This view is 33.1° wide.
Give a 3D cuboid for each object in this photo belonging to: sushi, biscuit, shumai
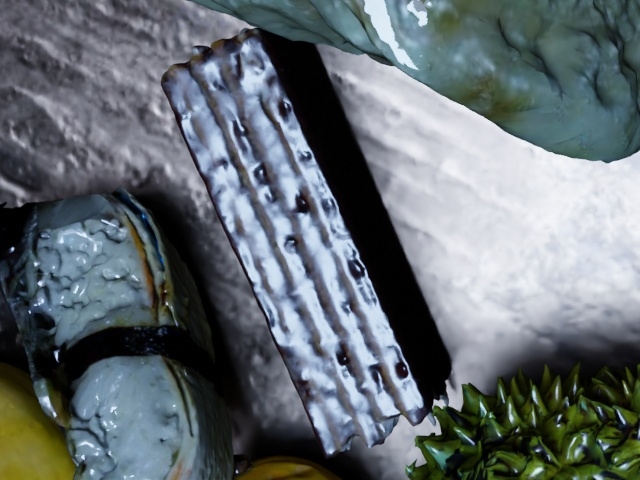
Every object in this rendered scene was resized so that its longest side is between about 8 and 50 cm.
[{"bbox_3d":[-0.104,0.081,0.624,0.109,0.273,0.134,-26,133,-9],"label":"sushi"},{"bbox_3d":[0.000,0.000,0.628,0.070,0.106,0.252,-23,93,17],"label":"biscuit"},{"bbox_3d":[0.017,-0.163,0.534,0.263,0.309,0.304,-13,86,43],"label":"shumai"}]

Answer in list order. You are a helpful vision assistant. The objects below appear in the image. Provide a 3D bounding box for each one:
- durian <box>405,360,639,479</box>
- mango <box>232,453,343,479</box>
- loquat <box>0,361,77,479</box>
[{"bbox_3d":[0.155,0.195,0.536,0.291,0.224,0.291,-6,76,26],"label":"durian"},{"bbox_3d":[-0.008,0.304,0.662,0.187,0.144,0.359,-1,100,31],"label":"mango"},{"bbox_3d":[-0.242,0.167,0.698,0.234,0.176,0.187,42,91,3],"label":"loquat"}]
